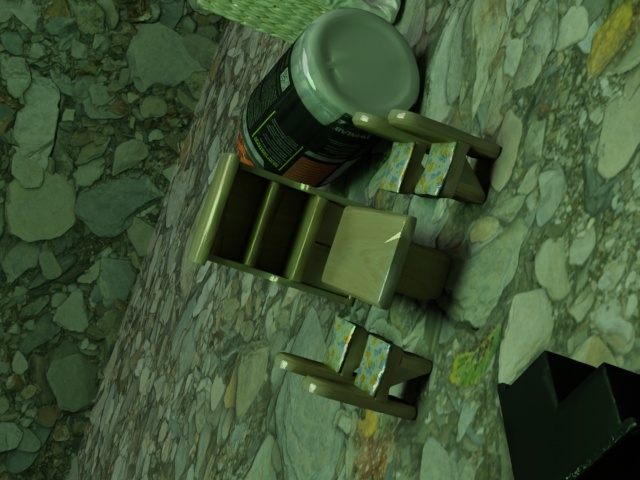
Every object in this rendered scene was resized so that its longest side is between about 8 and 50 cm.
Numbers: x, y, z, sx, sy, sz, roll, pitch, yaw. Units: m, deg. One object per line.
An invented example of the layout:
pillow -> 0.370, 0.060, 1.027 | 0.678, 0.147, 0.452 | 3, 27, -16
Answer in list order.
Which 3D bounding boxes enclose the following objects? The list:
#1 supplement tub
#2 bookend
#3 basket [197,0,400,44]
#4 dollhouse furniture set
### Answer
supplement tub -> -0.001, -0.211, 1.720 | 0.338, 0.207, 0.207 | -36, 40, 58
bookend -> 0.238, 0.154, 0.934 | 0.156, 0.072, 0.157 | -56, 24, 36
basket -> -0.024, -0.542, 1.904 | 0.266, 0.331, 0.328 | 152, 133, -66
dollhouse furniture set -> 0.000, 0.000, 1.447 | 0.394, 0.257, 0.362 | 16, 88, 71
